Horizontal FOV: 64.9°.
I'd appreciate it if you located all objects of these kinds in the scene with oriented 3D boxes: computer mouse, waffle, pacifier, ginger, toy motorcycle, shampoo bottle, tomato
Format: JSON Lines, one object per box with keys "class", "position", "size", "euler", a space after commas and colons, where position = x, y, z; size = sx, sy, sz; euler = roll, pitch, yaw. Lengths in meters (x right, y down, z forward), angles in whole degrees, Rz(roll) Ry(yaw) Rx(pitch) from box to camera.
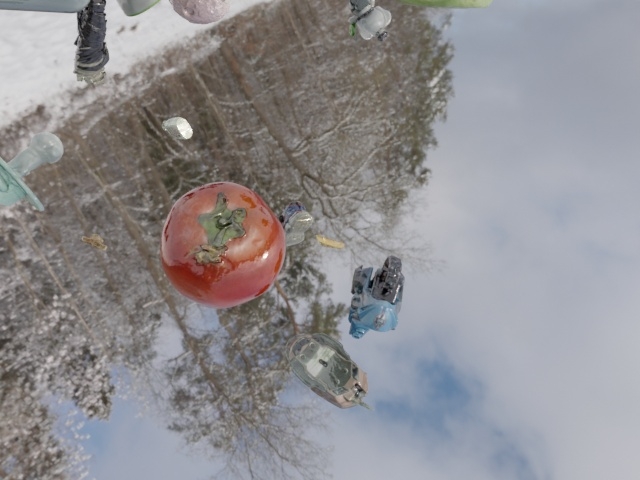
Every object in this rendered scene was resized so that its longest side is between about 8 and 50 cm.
{"class": "computer mouse", "position": [0.037, 0.480, 1.807], "size": [0.389, 0.115, 0.199], "euler": [36, -117, 17]}
{"class": "waffle", "position": [0.000, 0.000, 2.089], "size": [0.125, 0.032, 0.191], "euler": [8, 173, 44]}
{"class": "pacifier", "position": [-0.920, -0.243, 1.532], "size": [0.344, 0.288, 0.269], "euler": [20, -123, 39]}
{"class": "ginger", "position": [-0.754, 0.006, 1.693], "size": [0.097, 0.030, 0.048], "euler": [23, -142, 10]}
{"class": "toy motorcycle", "position": [0.162, 0.216, 1.625], "size": [0.172, 0.416, 0.232], "euler": [19, -120, -5]}
{"class": "shampoo bottle", "position": [-0.488, -0.375, 1.682], "size": [0.152, 0.077, 0.045], "euler": [13, -128, 47]}
{"class": "tomato", "position": [-0.246, 0.022, 1.294], "size": [0.322, 0.321, 0.321], "euler": [-17, -155, 8]}

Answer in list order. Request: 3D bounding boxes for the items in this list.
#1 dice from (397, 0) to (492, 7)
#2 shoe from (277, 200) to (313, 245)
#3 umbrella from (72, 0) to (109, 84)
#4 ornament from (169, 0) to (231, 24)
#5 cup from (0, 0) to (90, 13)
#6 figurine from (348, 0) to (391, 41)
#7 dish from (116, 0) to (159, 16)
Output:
{"class": "dice", "position": [0.341, -0.758, 1.335], "size": [0.252, 0.254, 0.250], "euler": [16, -149, 25]}
{"class": "shoe", "position": [-0.108, -0.065, 1.772], "size": [0.099, 0.125, 0.227], "euler": [-14, 157, -31]}
{"class": "umbrella", "position": [-0.744, -0.660, 1.646], "size": [0.113, 0.106, 0.357], "euler": [6, 152, -25]}
{"class": "ornament", "position": [-0.459, -0.945, 1.877], "size": [0.225, 0.259, 0.259], "euler": [3, -150, 12]}
{"class": "cup", "position": [-0.794, -0.718, 1.343], "size": [0.312, 0.205, 0.205], "euler": [-12, -163, -35]}
{"class": "figurine", "position": [0.174, -0.809, 1.829], "size": [0.147, 0.192, 0.126], "euler": [-38, -172, -2]}
{"class": "dish", "position": [-0.561, -0.884, 1.608], "size": [0.324, 0.124, 0.324], "euler": [-18, -127, 26]}
